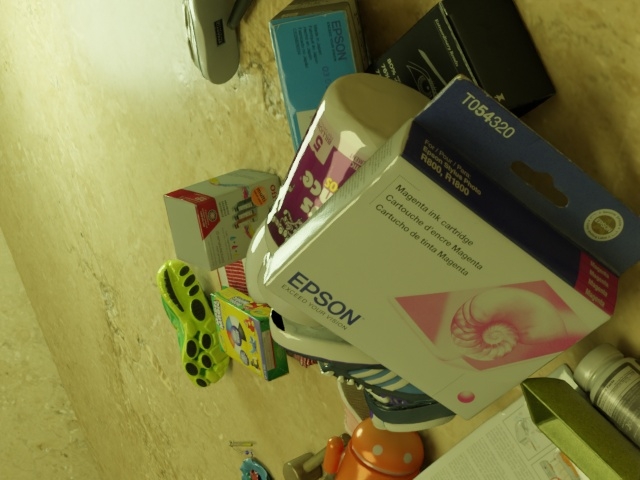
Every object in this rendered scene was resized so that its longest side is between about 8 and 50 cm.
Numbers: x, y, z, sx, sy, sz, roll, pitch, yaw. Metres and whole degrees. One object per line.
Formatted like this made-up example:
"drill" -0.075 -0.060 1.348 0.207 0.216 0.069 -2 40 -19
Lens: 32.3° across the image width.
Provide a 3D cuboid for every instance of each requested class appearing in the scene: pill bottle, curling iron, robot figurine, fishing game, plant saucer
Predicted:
"pill bottle" 0.371 0.188 1.309 0.137 0.078 0.078 45 143 37
"pill bottle" 0.031 -0.040 1.354 0.169 0.169 0.301 50 131 30
"curling iron" -0.105 -0.436 1.757 0.068 0.035 0.274 60 149 24
"robot figurine" 0.093 0.381 1.821 0.158 0.128 0.219 36 118 34
"fishing game" -0.138 0.574 2.457 0.189 0.041 0.264 -11 99 63
"plant saucer" 0.334 0.249 1.359 0.188 0.045 0.188 45 173 29

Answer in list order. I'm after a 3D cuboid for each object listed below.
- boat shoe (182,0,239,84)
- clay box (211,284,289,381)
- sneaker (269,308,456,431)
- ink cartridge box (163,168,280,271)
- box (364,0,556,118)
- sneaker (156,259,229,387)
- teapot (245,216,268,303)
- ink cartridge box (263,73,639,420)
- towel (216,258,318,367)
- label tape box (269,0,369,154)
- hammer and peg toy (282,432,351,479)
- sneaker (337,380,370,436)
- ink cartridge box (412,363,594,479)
"boat shoe" -0.193 -0.398 1.878 0.088 0.096 0.267 37 146 37
"clay box" -0.144 0.173 2.120 0.222 0.053 0.127 21 124 54
"sneaker" 0.070 0.197 1.588 0.130 0.323 0.236 -105 23 -50
"ink cartridge box" -0.165 -0.041 1.968 0.127 0.176 0.128 15 121 53
"box" 0.168 -0.197 1.373 0.207 0.108 0.153 -32 80 60
"sneaker" -0.272 0.174 2.388 0.123 0.110 0.295 -133 27 -76
"teapot" 0.000 0.000 1.674 0.256 0.253 0.187 -5 87 45
"ink cartridge box" 0.161 0.026 1.246 0.324 0.071 0.330 35 123 -18
"towel" -0.117 0.096 2.119 0.329 0.037 0.237 17 122 55
"label tape box" 0.020 -0.223 1.568 0.333 0.106 0.240 -75 -25 -71
"hammer and peg toy" 0.032 0.537 2.053 0.361 0.127 0.266 54 148 25
"sneaker" 0.056 0.293 1.935 0.070 0.051 0.134 -34 82 55
"ink cartridge box" 0.324 0.385 1.549 0.385 0.091 0.308 -49 64 39
